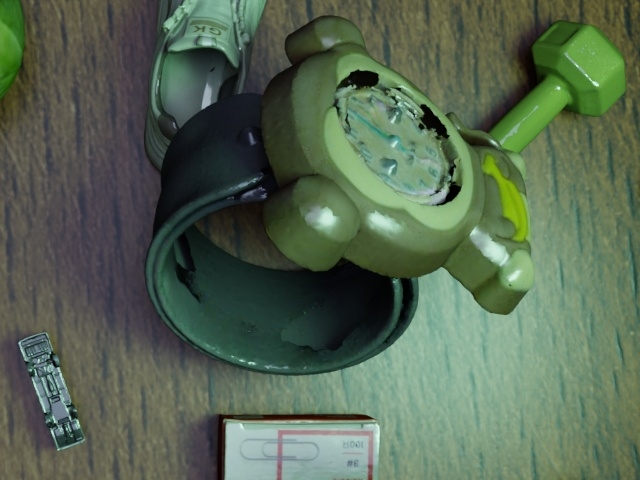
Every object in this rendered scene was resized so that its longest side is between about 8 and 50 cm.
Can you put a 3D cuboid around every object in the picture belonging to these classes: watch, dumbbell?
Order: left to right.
[{"bbox_3d":[0.000,0.000,1.219,0.335,0.327,0.314,27,42,-23],"label":"watch"},{"bbox_3d":[0.228,-0.127,1.385,0.302,0.121,0.108,-44,121,-8],"label":"dumbbell"}]

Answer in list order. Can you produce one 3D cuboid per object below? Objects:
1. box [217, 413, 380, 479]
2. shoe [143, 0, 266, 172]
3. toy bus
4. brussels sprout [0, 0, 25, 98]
[{"bbox_3d":[-0.024,0.261,1.323,0.182,0.099,0.133,3,87,-8],"label":"box"},{"bbox_3d":[-0.127,-0.227,1.316,0.124,0.159,0.316,10,87,-7],"label":"shoe"},{"bbox_3d":[-0.298,0.166,1.313,0.037,0.052,0.131,-20,91,-14],"label":"toy bus"},{"bbox_3d":[-0.454,-0.210,1.247,0.271,0.210,0.219,-9,82,7],"label":"brussels sprout"}]
